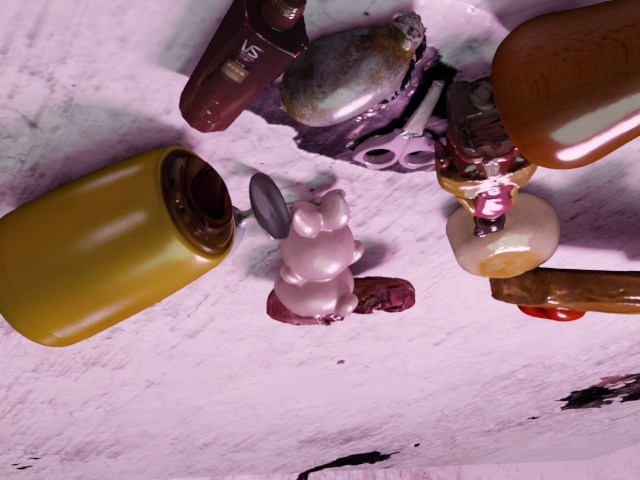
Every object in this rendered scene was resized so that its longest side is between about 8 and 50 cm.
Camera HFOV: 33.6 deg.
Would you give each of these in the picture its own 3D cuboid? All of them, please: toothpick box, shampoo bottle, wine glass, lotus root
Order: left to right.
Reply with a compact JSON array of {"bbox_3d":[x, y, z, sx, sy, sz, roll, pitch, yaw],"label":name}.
[{"bbox_3d":[-0.231,0.002,1.200,0.271,0.175,0.175,-24,154,27],"label":"toothpick box"},{"bbox_3d":[-0.145,-0.009,1.308,0.202,0.093,0.093,-22,155,23],"label":"wine glass"},{"bbox_3d":[-0.059,-0.175,0.961,0.068,0.067,0.236,13,151,-24],"label":"shampoo bottle"},{"bbox_3d":[0.032,-0.161,1.020,0.165,0.088,0.088,-25,155,13],"label":"lotus root"},{"bbox_3d":[0.314,-0.171,0.963,0.294,0.192,0.192,-19,156,39],"label":"toothpick box"}]

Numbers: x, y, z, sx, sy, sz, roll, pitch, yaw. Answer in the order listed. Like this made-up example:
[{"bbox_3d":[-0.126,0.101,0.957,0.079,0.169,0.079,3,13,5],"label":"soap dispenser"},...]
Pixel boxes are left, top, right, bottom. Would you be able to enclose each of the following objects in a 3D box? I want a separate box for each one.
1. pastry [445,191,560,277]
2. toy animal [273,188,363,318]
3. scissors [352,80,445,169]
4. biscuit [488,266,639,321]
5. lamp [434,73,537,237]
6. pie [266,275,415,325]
[{"bbox_3d":[0.251,-0.008,1.460,0.156,0.092,0.156,-8,153,-4],"label":"pastry"},{"bbox_3d":[-0.001,-0.001,1.392,0.124,0.124,0.212,-5,130,-8],"label":"toy animal"},{"bbox_3d":[0.105,-0.130,1.195,0.110,0.021,0.212,0,157,-11],"label":"scissors"},{"bbox_3d":[0.460,0.083,1.589,0.394,0.076,0.368,2,180,-24],"label":"biscuit"},{"bbox_3d":[0.187,-0.091,1.197,0.118,0.118,0.253,-11,160,6],"label":"lamp"},{"bbox_3d":[0.025,0.086,1.566,0.218,0.054,0.204,-8,-175,-36],"label":"pie"}]
